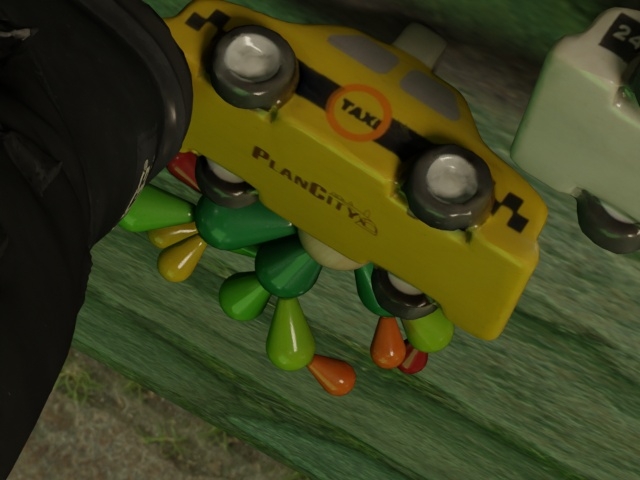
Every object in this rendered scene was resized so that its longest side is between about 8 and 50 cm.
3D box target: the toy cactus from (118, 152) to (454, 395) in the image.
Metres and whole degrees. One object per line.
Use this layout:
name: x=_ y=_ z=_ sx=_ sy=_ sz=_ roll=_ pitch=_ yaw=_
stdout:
toy cactus: x=0.000 y=0.000 z=1.105 sx=0.219 sy=0.112 sz=0.180 roll=33 pitch=147 yaw=-13

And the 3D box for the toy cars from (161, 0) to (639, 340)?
toy cars: x=0.094 y=-0.036 z=0.767 sx=0.394 sy=0.087 sz=0.176 roll=8 pitch=143 yaw=44

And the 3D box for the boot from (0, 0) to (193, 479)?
boot: x=-0.227 y=-0.060 z=0.578 sx=0.367 sy=0.146 sz=0.445 roll=28 pitch=-160 yaw=-4
